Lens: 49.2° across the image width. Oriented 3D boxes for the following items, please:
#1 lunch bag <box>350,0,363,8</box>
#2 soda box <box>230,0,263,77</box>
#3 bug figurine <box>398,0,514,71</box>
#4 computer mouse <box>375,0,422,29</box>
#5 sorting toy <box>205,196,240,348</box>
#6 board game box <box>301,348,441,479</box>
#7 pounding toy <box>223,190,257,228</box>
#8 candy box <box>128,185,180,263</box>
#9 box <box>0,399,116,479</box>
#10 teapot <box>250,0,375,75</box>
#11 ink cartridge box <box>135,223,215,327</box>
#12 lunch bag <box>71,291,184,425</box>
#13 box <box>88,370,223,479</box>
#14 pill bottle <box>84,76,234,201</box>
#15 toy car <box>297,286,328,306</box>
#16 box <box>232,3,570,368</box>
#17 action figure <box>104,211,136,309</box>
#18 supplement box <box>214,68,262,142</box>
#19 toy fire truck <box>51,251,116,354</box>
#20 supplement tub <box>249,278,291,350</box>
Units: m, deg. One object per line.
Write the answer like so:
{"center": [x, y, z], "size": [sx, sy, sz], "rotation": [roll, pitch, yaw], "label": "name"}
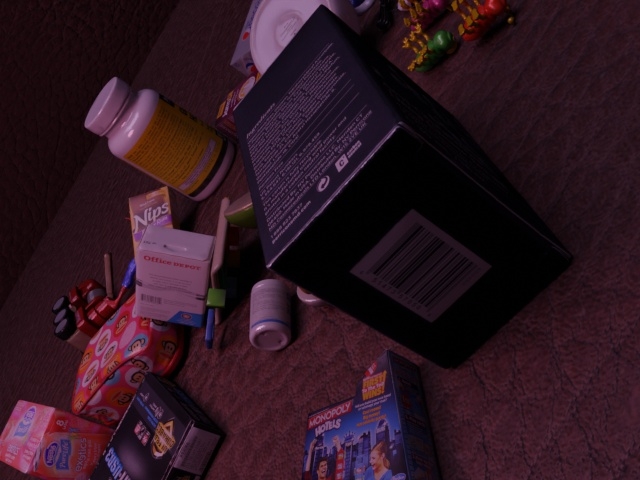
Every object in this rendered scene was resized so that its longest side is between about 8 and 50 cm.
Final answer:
{"center": [0.037, -0.617, 1.644], "size": [0.221, 0.138, 0.293], "rotation": [-43, 42, 21], "label": "lunch bag"}
{"center": [-0.149, -0.573, 1.898], "size": [0.098, 0.091, 0.286], "rotation": [-22, 46, 45], "label": "soda box"}
{"center": [0.227, -0.405, 1.201], "size": [0.216, 0.072, 0.278], "rotation": [-41, 38, 39], "label": "bug figurine"}
{"center": [0.177, -0.497, 1.388], "size": [0.193, 0.042, 0.106], "rotation": [-22, 45, 46], "label": "computer mouse"}
{"center": [-0.184, 0.042, 1.379], "size": [0.196, 0.047, 0.347], "rotation": [100, 173, -50], "label": "sorting toy"}
{"center": [0.063, 0.244, 0.864], "size": [0.194, 0.060, 0.194], "rotation": [-31, 39, 40], "label": "board game box"}
{"center": [-0.055, -0.066, 1.311], "size": [0.237, 0.110, 0.183], "rotation": [-34, 13, -16], "label": "pounding toy"}
{"center": [-0.405, -0.031, 1.721], "size": [0.109, 0.053, 0.186], "rotation": [-17, 63, 7], "label": "candy box"}
{"center": [-0.606, 0.457, 1.577], "size": [0.300, 0.154, 0.142], "rotation": [-12, 53, 53], "label": "box"}
{"center": [-0.007, -0.421, 1.467], "size": [0.256, 0.187, 0.252], "rotation": [-3, 88, 35], "label": "teapot"}
{"center": [-0.287, 0.073, 1.384], "size": [0.082, 0.140, 0.190], "rotation": [-83, 6, -51], "label": "ink cartridge box"}
{"center": [-0.418, 0.232, 1.530], "size": [0.293, 0.120, 0.258], "rotation": [-42, 35, 23], "label": "lunch bag"}
{"center": [-0.318, 0.418, 1.267], "size": [0.296, 0.073, 0.293], "rotation": [17, 76, 60], "label": "box"}
{"center": [-0.395, -0.251, 1.726], "size": [0.188, 0.334, 0.187], "rotation": [-36, 37, 33], "label": "pill bottle"}
{"center": [0.000, 0.000, 1.107], "size": [0.136, 0.159, 0.182], "rotation": [-23, 38, 9], "label": "toy car"}
{"center": [0.078, -0.082, 0.906], "size": [0.212, 0.294, 0.395], "rotation": [-47, 32, 18], "label": "box"}
{"center": [-0.472, 0.038, 1.810], "size": [0.139, 0.091, 0.280], "rotation": [24, 83, 43], "label": "action figure"}
{"center": [-0.169, -0.338, 1.722], "size": [0.188, 0.081, 0.104], "rotation": [-29, 41, 41], "label": "supplement box"}
{"center": [-0.606, 0.151, 1.883], "size": [0.246, 0.158, 0.217], "rotation": [-46, 30, -1], "label": "toy fire truck"}
{"center": [-0.084, 0.126, 1.181], "size": [0.071, 0.071, 0.107], "rotation": [-39, 35, 31], "label": "supplement tub"}
